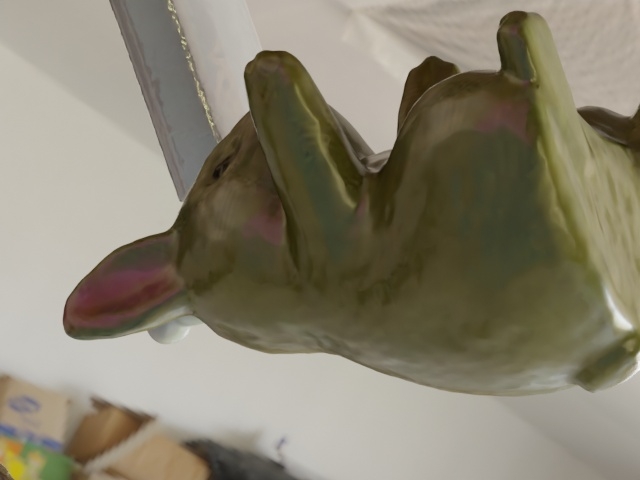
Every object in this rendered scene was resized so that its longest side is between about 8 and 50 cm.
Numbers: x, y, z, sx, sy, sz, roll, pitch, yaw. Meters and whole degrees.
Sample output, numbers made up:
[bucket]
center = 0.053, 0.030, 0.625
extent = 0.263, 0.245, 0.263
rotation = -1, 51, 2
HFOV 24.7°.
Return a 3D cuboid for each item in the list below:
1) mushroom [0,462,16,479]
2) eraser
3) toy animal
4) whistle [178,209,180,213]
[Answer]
[mushroom]
center = -0.186, 0.234, 1.033
extent = 0.028, 0.026, 0.286
rotation = 9, 28, -50
[eraser]
center = -0.108, -0.175, 1.191
extent = 0.095, 0.270, 0.174
rotation = -17, 5, 16
[toy animal]
center = 0.007, -0.018, 0.770
extent = 0.363, 0.180, 0.181
rotation = 3, 0, 34
[whistle]
center = -0.113, -0.011, 1.511
extent = 0.083, 0.029, 0.033
rotation = 24, 26, -40
